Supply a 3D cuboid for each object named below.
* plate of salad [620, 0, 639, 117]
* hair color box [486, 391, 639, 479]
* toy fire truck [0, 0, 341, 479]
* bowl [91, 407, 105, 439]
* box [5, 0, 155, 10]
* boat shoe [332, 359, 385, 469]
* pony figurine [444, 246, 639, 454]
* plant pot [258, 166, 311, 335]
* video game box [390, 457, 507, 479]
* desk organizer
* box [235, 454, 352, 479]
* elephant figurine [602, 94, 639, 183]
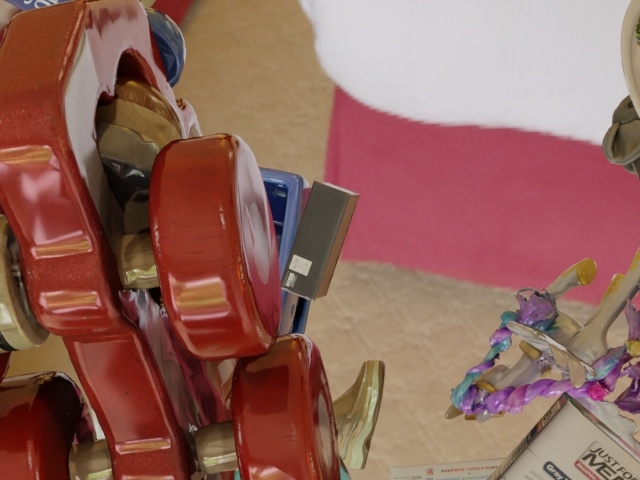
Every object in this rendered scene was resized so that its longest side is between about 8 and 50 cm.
[{"bbox_3d":[0.357,-0.153,1.204,0.048,0.200,0.200,-25,25,52],"label":"plate of salad"},{"bbox_3d":[0.241,0.366,1.518,0.174,0.105,0.347,41,97,6],"label":"hair color box"},{"bbox_3d":[-0.094,0.008,0.666,0.169,0.302,0.254,-10,38,7],"label":"toy fire truck"},{"bbox_3d":[-0.281,0.252,2.011,0.134,0.298,0.298,-8,47,-5],"label":"bowl"},{"bbox_3d":[-0.275,-0.288,1.315,0.225,0.136,0.036,27,41,-23],"label":"box"},{"bbox_3d":[0.040,0.229,1.711,0.072,0.190,0.068,13,36,3],"label":"boat shoe"},{"bbox_3d":[0.375,0.168,1.839,0.363,0.303,0.351,-39,20,-14],"label":"pony figurine"},{"bbox_3d":[-0.123,0.022,1.722,0.236,0.212,0.236,8,89,15],"label":"plant pot"},{"bbox_3d":[0.220,0.383,1.894,0.187,0.205,0.048,-6,54,22],"label":"video game box"},{"bbox_3d":[0.000,0.000,1.486,0.047,0.050,0.130,21,98,15],"label":"desk organizer"},{"bbox_3d":[-0.085,0.327,1.629,0.244,0.100,0.060,-29,64,0],"label":"box"},{"bbox_3d":[0.558,-0.173,2.208,0.186,0.169,0.239,-37,57,-22],"label":"elephant figurine"}]
